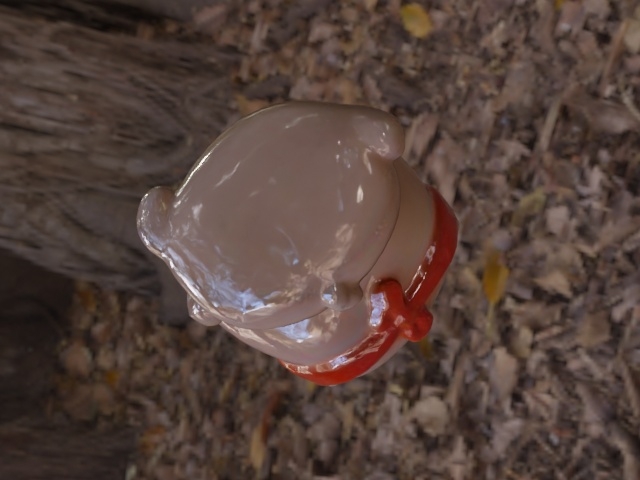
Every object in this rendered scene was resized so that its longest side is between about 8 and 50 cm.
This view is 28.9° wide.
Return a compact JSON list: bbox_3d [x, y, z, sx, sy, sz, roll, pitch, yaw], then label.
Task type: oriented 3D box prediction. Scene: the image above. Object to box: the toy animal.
[{"bbox_3d":[0.000,0.000,0.743,0.171,0.197,0.171,-6,70,18],"label":"toy animal"}]
